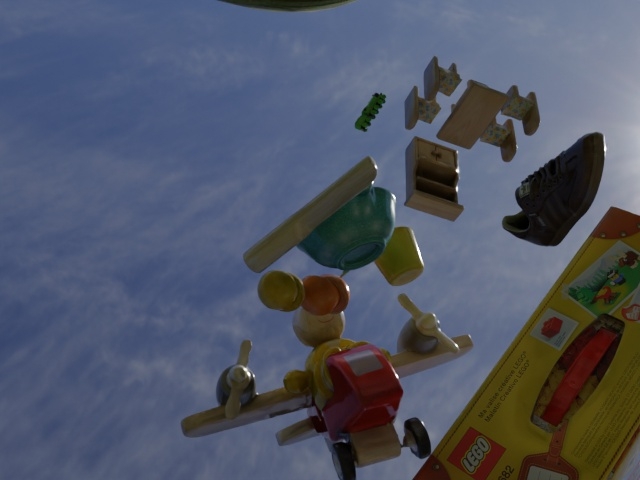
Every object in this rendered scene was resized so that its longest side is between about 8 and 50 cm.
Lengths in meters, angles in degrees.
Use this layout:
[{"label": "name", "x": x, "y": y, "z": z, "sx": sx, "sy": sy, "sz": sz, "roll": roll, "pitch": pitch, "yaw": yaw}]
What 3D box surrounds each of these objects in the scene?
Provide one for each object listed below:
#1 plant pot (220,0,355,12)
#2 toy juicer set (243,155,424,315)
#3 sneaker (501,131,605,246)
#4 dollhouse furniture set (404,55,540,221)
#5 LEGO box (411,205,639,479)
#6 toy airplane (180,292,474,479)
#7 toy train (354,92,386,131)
[{"label": "plant pot", "x": 0.046, "y": -0.327, "z": 0.261, "sx": 0.366, "sy": 0.353, "sz": 0.366, "roll": 11, "pitch": -108, "yaw": -38}, {"label": "toy juicer set", "x": 0.000, "y": 0.000, "z": 0.915, "sx": 0.209, "sy": 0.329, "sz": 0.089, "roll": -27, "pitch": -116, "yaw": 6}, {"label": "sneaker", "x": 0.262, "y": -0.053, "z": 0.855, "sx": 0.071, "sy": 0.188, "sz": 0.066, "roll": 9, "pitch": -125, "yaw": 2}, {"label": "dollhouse furniture set", "x": 0.256, "y": -0.179, "z": 1.397, "sx": 0.212, "sy": 0.242, "sz": 0.161, "roll": 17, "pitch": -131, "yaw": -14}, {"label": "LEGO box", "x": 0.373, "y": 0.268, "z": 1.071, "sx": 0.193, "sy": 0.372, "sz": 0.500, "roll": 28, "pitch": -113, "yaw": 35}, {"label": "toy airplane", "x": 0.022, "y": 0.224, "z": 1.226, "sx": 0.386, "sy": 0.384, "sz": 0.272, "roll": -6, "pitch": -102, "yaw": -59}, {"label": "toy train", "x": 0.081, "y": -0.208, "z": 1.213, "sx": 0.024, "sy": 0.017, "sz": 0.083, "roll": 24, "pitch": -118, "yaw": 14}]
